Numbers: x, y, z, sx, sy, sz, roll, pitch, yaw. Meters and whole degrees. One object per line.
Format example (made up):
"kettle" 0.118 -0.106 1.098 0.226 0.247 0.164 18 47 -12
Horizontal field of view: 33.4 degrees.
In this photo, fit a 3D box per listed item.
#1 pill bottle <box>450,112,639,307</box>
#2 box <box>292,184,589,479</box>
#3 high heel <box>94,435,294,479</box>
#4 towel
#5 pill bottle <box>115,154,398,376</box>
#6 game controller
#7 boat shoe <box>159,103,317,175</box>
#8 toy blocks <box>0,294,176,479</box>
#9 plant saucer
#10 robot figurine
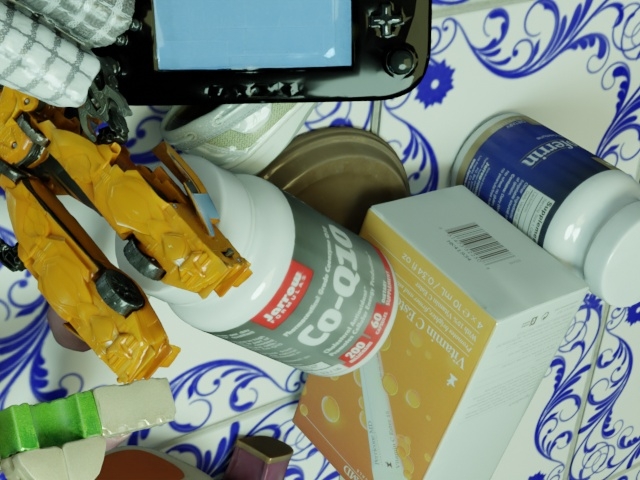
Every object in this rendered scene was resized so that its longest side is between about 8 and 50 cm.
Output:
"pill bottle" 0.294 -0.038 1.294 0.153 0.264 0.153 -20 129 -27
"box" 0.131 0.142 1.279 0.168 0.215 0.345 -15 135 -40
"high heel" -0.172 0.341 1.263 0.377 0.127 0.181 7 104 -50
"towel" -0.274 -0.209 0.722 0.235 0.283 0.121 25 96 -36
"pill bottle" -0.058 0.030 1.075 0.161 0.161 0.283 -54 139 6
"game controller" -0.060 -0.206 0.952 0.319 0.067 0.166 -2 119 -1
"boat shoe" -0.028 -0.202 1.044 0.320 0.118 0.103 -48 141 9
"toy blocks" -0.307 0.212 1.017 0.288 0.309 0.260 -6 164 -44
"plant saucer" 0.000 0.000 1.255 0.278 0.041 0.278 -20 129 -26
"robot figurine" -0.203 -0.030 0.925 0.211 0.291 0.085 -47 163 15
